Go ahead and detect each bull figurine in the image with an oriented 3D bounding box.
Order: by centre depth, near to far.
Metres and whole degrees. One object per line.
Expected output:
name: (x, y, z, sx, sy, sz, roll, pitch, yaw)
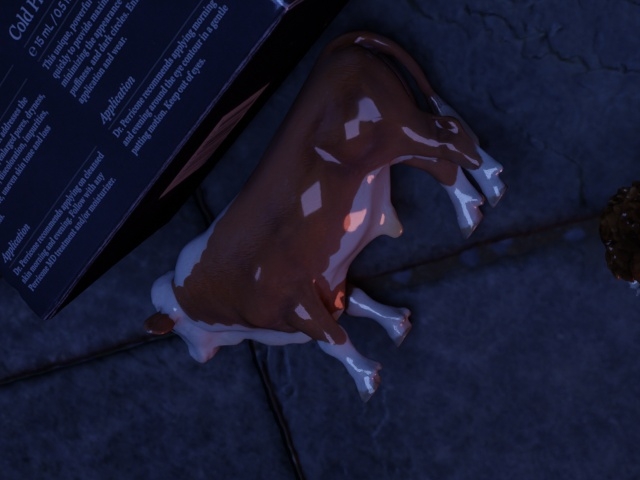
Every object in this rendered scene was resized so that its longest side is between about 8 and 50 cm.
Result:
bull figurine: (0.000, 0.000, 1.129, 0.188, 0.101, 0.310, 33, 114, 2)

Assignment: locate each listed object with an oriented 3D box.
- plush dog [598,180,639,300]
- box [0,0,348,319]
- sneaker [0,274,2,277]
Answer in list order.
plush dog: (0.290, -0.052, 0.955, 0.262, 0.225, 0.211, -20, 98, 21)
box: (-0.180, -0.181, 1.050, 0.312, 0.179, 0.343, 44, 128, 1)
sneaker: (-0.315, -0.054, 1.229, 0.094, 0.081, 0.209, -15, 94, 28)
